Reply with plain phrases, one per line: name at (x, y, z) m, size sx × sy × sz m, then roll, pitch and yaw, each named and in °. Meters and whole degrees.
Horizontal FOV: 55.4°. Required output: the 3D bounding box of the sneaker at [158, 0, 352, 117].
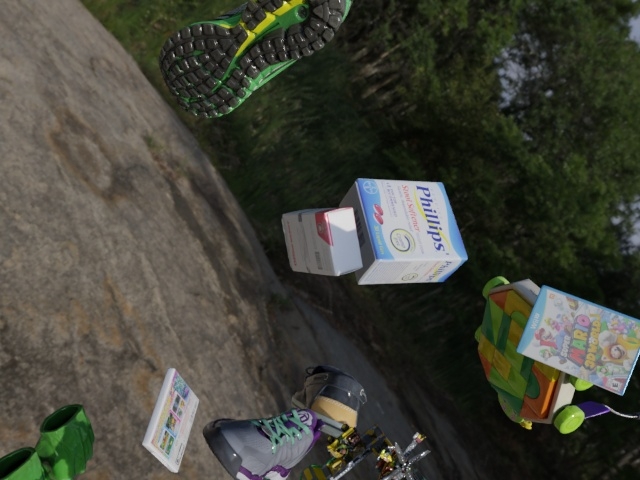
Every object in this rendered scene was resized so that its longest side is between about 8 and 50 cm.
sneaker at (-0.094, -0.288, 0.904) m, size 0.134 × 0.343 × 0.146 m, roll 64°, pitch 31°, yaw -18°

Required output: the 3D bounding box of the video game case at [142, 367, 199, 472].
video game case at (-0.292, 0.355, 1.205) m, size 0.143 × 0.019 × 0.157 m, roll 72°, pitch 23°, yaw -48°

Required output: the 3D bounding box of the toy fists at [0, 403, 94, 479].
toy fists at (-0.594, 0.483, 1.305) m, size 0.279 × 0.096 × 0.142 m, roll -50°, pitch 134°, yaw -62°

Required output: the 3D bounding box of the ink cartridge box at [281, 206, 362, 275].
ink cartridge box at (0.000, 0.000, 1.547) m, size 0.218 × 0.092 × 0.158 m, roll 2°, pitch -76°, yaw 57°

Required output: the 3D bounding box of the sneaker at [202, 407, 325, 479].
sneaker at (-0.058, 0.222, 0.709) m, size 0.083 × 0.098 × 0.223 m, roll 47°, pitch -5°, yaw 23°

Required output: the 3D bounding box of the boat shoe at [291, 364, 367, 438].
boat shoe at (0.029, 0.422, 1.631) m, size 0.187 × 0.156 × 0.500 m, roll 23°, pitch -12°, yaw 1°

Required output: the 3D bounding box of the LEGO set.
LEGO set at (0.127, 0.516, 1.118) m, size 0.331 × 0.255 × 0.192 m, roll 63°, pitch -8°, yaw -17°

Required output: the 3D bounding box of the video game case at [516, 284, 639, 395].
video game case at (0.413, 0.155, 0.966) m, size 0.166 × 0.119 × 0.015 m, roll 22°, pitch -1°, yaw 24°

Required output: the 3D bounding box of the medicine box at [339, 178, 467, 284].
medicine box at (0.230, -0.026, 1.731) m, size 0.149 × 0.289 × 0.263 m, roll 123°, pitch -40°, yaw -54°

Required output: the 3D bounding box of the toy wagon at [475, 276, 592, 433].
toy wagon at (0.394, 0.244, 1.173) m, size 0.267 × 0.068 × 0.344 m, roll -127°, pitch -151°, yaw -49°

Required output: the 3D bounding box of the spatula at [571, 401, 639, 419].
spatula at (0.679, 0.382, 1.358) m, size 0.084 × 0.296 × 0.030 m, roll 173°, pitch -80°, yaw -82°
